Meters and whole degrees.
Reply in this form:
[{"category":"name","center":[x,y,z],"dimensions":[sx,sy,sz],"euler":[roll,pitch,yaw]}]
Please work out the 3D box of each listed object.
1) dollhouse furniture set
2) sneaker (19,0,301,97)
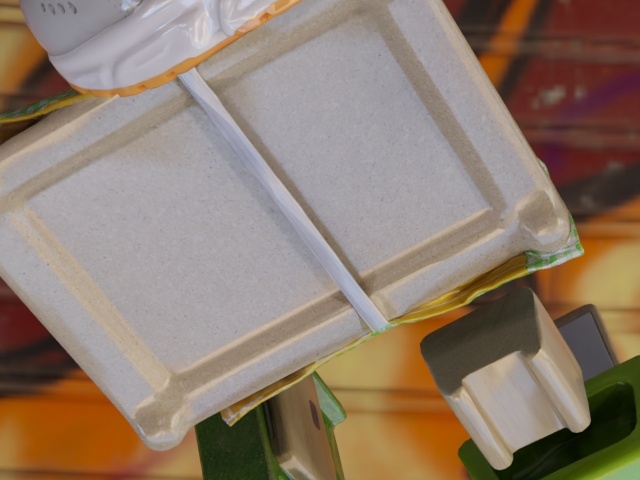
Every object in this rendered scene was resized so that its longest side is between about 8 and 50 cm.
[{"category":"dollhouse furniture set","center":[0.000,0.000,0.733],"dimensions":[0.197,0.151,0.301],"euler":[-28,125,11]},{"category":"sneaker","center":[-0.006,-0.132,0.434],"dimensions":[0.262,0.121,0.099],"euler":[-29,-168,44]}]
